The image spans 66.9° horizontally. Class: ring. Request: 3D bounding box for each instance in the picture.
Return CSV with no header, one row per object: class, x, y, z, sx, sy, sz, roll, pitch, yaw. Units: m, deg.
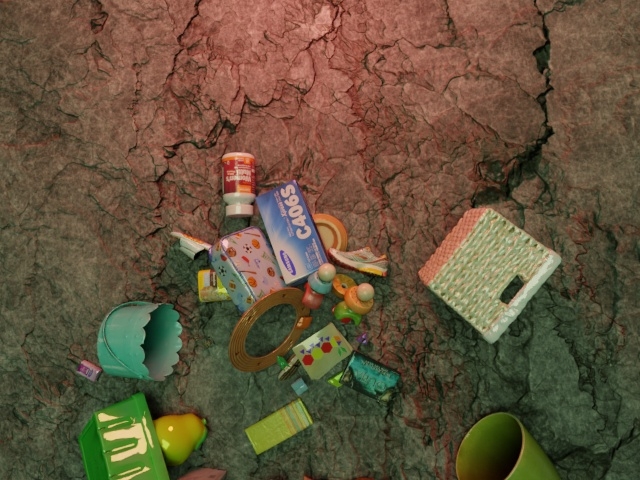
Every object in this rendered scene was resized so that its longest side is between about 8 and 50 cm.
ring,-0.172,0.298,1.633,0.032,0.336,0.337,34,90,36

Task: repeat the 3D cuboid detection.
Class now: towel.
towel,-0.148,0.666,1.740,0.237,0.021,0.102,-31,78,4

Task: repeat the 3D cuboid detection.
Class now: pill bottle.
pill bottle,-0.297,-0.199,1.767,0.121,0.121,0.221,-3,85,5

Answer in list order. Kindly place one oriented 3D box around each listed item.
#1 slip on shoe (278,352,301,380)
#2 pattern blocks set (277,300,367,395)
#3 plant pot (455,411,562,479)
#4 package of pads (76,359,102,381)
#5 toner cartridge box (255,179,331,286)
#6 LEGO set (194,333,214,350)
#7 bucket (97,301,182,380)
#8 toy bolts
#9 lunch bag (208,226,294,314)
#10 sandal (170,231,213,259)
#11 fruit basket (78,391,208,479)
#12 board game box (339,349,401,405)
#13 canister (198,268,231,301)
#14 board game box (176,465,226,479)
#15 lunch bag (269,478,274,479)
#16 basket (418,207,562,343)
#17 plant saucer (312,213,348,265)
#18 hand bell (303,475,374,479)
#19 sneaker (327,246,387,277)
slip on shoe,-0.105,0.446,1.742,0.135,0.051,0.041,-51,43,8
pattern blocks set,0.011,0.386,1.709,0.324,0.026,0.286,-24,96,-8
plant pot,0.640,0.754,1.551,0.293,0.275,0.275,39,90,-9
package of pads,-0.865,0.489,1.818,0.083,0.032,0.050,26,86,7
toner cartridge box,-0.096,-0.027,1.719,0.165,0.075,0.348,-25,71,7
LEGO set,-0.424,0.375,1.790,0.083,0.023,0.054,41,88,20
bucket,-0.627,0.349,1.692,0.182,0.281,0.282,-3,85,10
toy bolts,0.065,0.144,1.623,0.228,0.218,0.159,19,128,-16
lunch bag,-0.232,0.108,1.692,0.115,0.243,0.304,-34,84,35
sandal,-0.439,0.041,1.773,0.265,0.102,0.076,22,85,5
fruit basket,-0.591,0.723,1.674,0.392,0.392,0.283,43,116,7
board game box,0.174,0.483,1.703,0.186,0.026,0.126,26,88,-2
canister,-0.355,0.161,1.771,0.169,0.073,0.126,-6,84,7
board game box,-0.423,0.958,1.682,0.141,0.144,0.276,3,85,7
lunch bag,-0.138,0.995,1.610,0.287,0.169,0.235,38,117,6
basket,0.512,0.092,1.539,0.266,0.331,0.328,37,97,3
plant saucer,0.000,0.000,1.765,0.199,0.037,0.200,0,86,5
hand bell,0.070,0.856,1.673,0.241,0.126,0.126,-9,85,-6
sneaker,0.132,0.064,1.722,0.225,0.088,0.093,17,78,-10
